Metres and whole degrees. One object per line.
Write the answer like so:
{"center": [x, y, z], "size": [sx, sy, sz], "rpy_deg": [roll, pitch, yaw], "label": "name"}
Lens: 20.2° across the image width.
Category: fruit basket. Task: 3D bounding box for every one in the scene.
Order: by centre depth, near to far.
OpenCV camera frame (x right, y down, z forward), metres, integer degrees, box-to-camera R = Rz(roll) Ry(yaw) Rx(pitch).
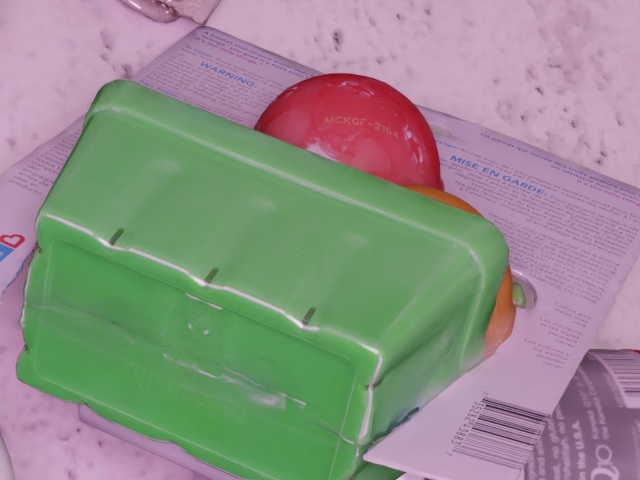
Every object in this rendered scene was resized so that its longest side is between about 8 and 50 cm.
{"center": [0.000, 0.000, 1.004], "size": [0.327, 0.165, 0.353], "rpy_deg": [21, 26, 13], "label": "fruit basket"}

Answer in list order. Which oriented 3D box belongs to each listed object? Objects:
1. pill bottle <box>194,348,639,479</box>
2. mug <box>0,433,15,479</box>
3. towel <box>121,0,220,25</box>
{"center": [0.078, 0.143, 1.073], "size": [0.283, 0.161, 0.161], "rpy_deg": [2, 75, -20], "label": "pill bottle"}
{"center": [-0.320, 0.108, 0.855], "size": [0.328, 0.276, 0.374], "rpy_deg": [5, 86, -29], "label": "mug"}
{"center": [-0.151, -0.275, 1.161], "size": [0.282, 0.049, 0.187], "rpy_deg": [35, 65, -8], "label": "towel"}
